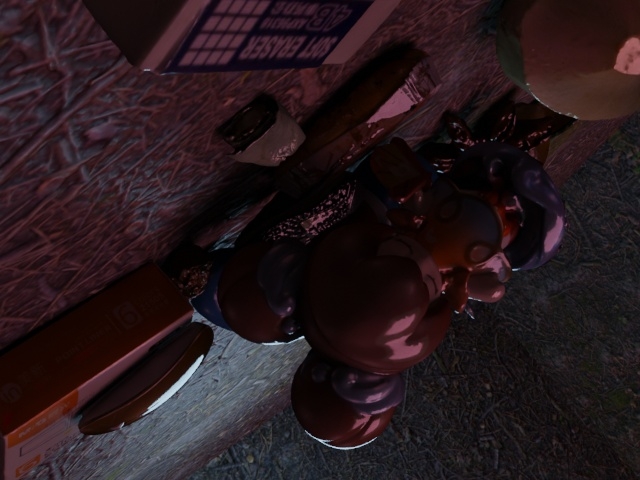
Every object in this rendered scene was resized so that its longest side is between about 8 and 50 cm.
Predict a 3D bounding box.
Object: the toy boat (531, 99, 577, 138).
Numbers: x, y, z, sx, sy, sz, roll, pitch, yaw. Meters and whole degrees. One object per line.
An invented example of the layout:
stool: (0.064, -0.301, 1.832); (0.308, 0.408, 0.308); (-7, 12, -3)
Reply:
toy boat: (0.476, -0.258, 1.979); (0.229, 0.089, 0.088); (-32, 180, -20)

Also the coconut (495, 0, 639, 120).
coconut: (0.366, -0.278, 1.276); (0.259, 0.259, 0.259); (-38, 168, -10)

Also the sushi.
sushi: (-0.168, 0.047, 1.214); (0.061, 0.060, 0.118); (-26, 161, -33)

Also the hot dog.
hot dog: (0.041, -0.139, 1.174); (0.252, 0.069, 0.131); (-39, 177, 11)

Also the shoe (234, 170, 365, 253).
shoe: (-0.037, -0.039, 1.257); (0.194, 0.077, 0.074); (-32, 141, -17)

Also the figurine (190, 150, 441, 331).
figurine: (0.005, 0.037, 1.405); (0.416, 0.298, 0.243); (-31, 121, -21)

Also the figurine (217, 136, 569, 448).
figurine: (0.094, 0.040, 1.179); (0.388, 0.277, 0.248); (-33, 171, -37)

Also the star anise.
star anise: (0.273, -0.142, 1.658); (0.288, 0.088, 0.288); (-13, 152, -7)

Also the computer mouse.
computer mouse: (-0.206, 0.176, 1.169); (0.199, 0.045, 0.102); (-40, 165, -12)

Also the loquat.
loquat: (0.357, -0.177, 1.795); (0.152, 0.152, 0.195); (-23, 141, -54)

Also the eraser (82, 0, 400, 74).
eraser: (-0.034, -0.194, 0.707); (0.124, 0.081, 0.279); (-47, 166, 29)

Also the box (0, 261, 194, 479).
box: (-0.298, 0.166, 1.176); (0.274, 0.091, 0.221); (-34, 166, -28)

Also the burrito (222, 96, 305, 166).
burrito: (-0.058, -0.110, 1.022); (0.074, 0.044, 0.118); (-44, 165, 6)
